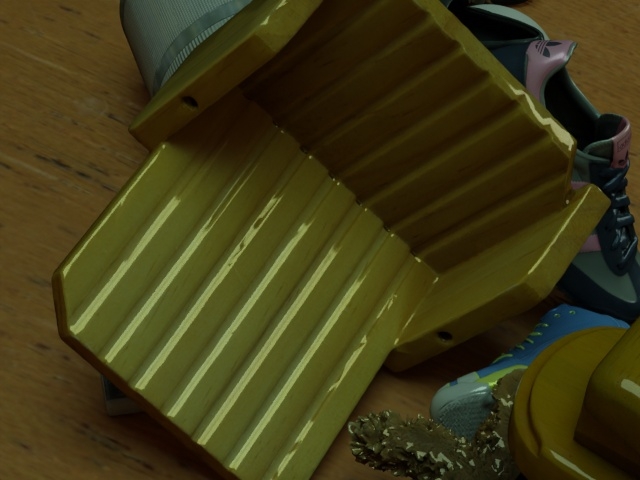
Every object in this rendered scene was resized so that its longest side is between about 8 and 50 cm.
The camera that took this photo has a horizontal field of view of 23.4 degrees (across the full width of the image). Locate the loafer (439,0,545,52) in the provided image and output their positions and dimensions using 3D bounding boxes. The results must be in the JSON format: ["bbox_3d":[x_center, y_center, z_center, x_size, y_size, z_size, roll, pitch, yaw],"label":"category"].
[{"bbox_3d":[0.125,-0.213,1.532,0.223,0.078,0.076,24,51,23],"label":"loafer"}]

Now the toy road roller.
[{"bbox_3d":[0.295,0.182,1.154,0.329,0.240,0.202,31,53,23],"label":"toy road roller"}]

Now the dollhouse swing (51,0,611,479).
[{"bbox_3d":[0.000,0.000,1.331,0.347,0.315,0.305,44,47,-15],"label":"dollhouse swing"}]

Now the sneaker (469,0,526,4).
[{"bbox_3d":[0.145,-0.344,1.872,0.229,0.086,0.132,2,43,-16],"label":"sneaker"}]

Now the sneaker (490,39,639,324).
[{"bbox_3d":[0.252,-0.050,1.465,0.131,0.319,0.112,-20,28,38],"label":"sneaker"}]

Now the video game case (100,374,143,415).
[{"bbox_3d":[-0.123,0.085,1.501,0.190,0.022,0.173,-7,49,-11],"label":"video game case"}]

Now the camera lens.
[{"bbox_3d":[-0.078,-0.194,1.618,0.219,0.219,0.274,-13,50,-15],"label":"camera lens"}]

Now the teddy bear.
[{"bbox_3d":[0.109,0.257,1.301,0.245,0.113,0.338,26,53,8],"label":"teddy bear"}]

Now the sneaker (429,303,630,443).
[{"bbox_3d":[0.207,0.126,1.457,0.240,0.091,0.126,-4,34,-14],"label":"sneaker"}]

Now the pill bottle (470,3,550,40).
[{"bbox_3d":[0.148,-0.110,1.601,0.162,0.162,0.278,16,48,10],"label":"pill bottle"}]
